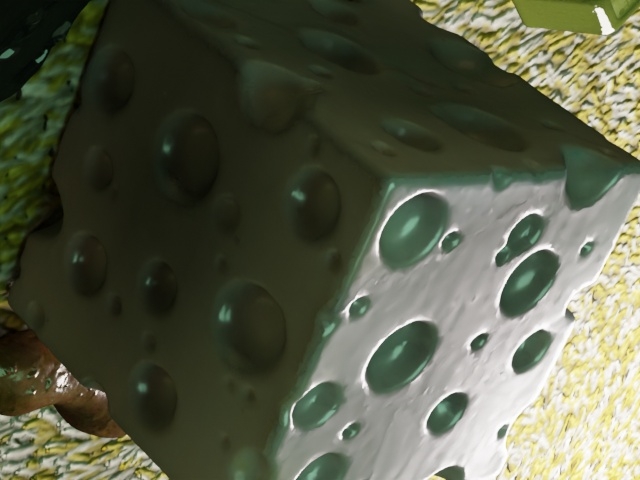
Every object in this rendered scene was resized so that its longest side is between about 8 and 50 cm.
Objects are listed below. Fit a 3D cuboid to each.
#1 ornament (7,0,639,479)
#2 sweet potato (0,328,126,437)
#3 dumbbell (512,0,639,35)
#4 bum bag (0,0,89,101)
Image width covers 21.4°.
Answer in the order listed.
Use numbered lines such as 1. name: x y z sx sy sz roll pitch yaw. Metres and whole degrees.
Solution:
1. ornament: 0.000 0.000 1.019 0.240 0.239 0.239 -4 126 -46
2. sweet potato: -0.158 0.093 1.105 0.065 0.051 0.218 -56 147 5
3. dumbbell: 0.133 -0.242 1.045 0.121 0.108 0.302 -45 146 -4
4. bum bag: -0.115 -0.194 0.842 0.326 0.080 0.142 -50 150 1
